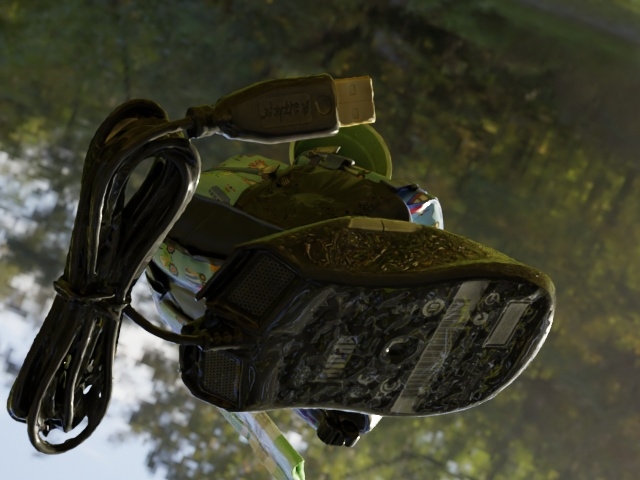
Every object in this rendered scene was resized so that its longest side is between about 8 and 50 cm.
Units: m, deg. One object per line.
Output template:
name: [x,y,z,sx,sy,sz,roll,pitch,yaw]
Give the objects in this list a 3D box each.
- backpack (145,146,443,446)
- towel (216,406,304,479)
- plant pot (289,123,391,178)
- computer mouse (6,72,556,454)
backpack: [-0.023,0.019,0.846,0.173,0.158,0.117,20,-133,35]
towel: [-0.068,0.160,1.256,0.152,0.023,0.113,48,165,20]
plant pot: [0.005,-0.047,1.123,0.083,0.083,0.079,23,150,-7]
computer mouse: [0.000,0.000,0.603,0.262,0.184,0.060,-2,-140,-29]
